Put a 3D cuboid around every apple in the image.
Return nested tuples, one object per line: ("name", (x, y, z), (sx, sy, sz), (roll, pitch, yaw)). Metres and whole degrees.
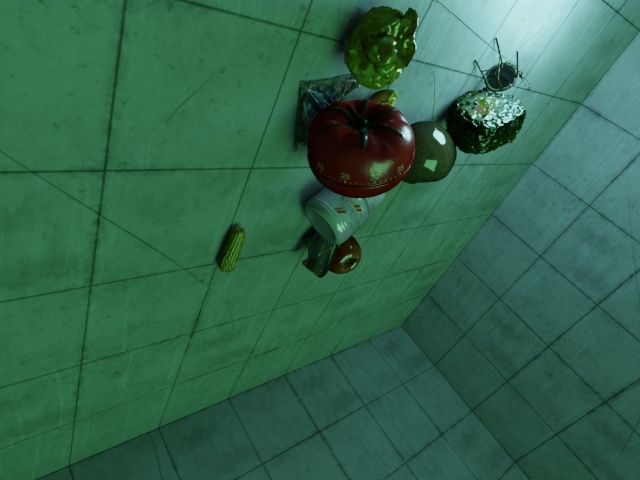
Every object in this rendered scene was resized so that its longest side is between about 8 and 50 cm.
("apple", (0.097, 0.061, 2.207), (0.218, 0.201, 0.218), (-22, 141, -19))

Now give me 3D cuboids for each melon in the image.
("melon", (0.240, -0.534, 1.674), (0.128, 0.079, 0.160), (-34, 155, -48))

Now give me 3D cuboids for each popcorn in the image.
("popcorn", (0.200, -0.617, 1.346), (0.252, 0.206, 0.236), (-25, -144, 53))

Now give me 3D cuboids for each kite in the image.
("kite", (0.023, -0.480, 1.556), (0.406, 0.014, 0.368), (-45, 150, 11))

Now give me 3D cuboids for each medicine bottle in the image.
("medicine bottle", (0.110, -0.157, 1.870), (0.302, 0.241, 0.241), (-41, 152, -16))

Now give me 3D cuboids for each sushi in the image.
("sushi", (0.756, -0.565, 1.983), (0.352, 0.294, 0.178), (-28, 146, -23))

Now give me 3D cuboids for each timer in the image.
("timer", (0.141, -0.322, 1.509), (0.378, 0.378, 0.279), (-27, 142, -21))

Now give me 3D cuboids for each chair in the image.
("chair", (0.840, -0.758, 1.954), (0.170, 0.159, 0.326), (-45, 149, 14))

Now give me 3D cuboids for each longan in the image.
("longan", (0.468, -0.389, 1.931), (0.350, 0.288, 0.288), (5, 129, -47))

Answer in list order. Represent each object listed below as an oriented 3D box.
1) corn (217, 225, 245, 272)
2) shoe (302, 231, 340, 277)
("corn", (-0.370, 0.038, 1.769), (0.080, 0.080, 0.231), (-10, 138, -41))
("shoe", (0.000, 0.000, 2.072), (0.132, 0.171, 0.336), (12, 99, -67))
